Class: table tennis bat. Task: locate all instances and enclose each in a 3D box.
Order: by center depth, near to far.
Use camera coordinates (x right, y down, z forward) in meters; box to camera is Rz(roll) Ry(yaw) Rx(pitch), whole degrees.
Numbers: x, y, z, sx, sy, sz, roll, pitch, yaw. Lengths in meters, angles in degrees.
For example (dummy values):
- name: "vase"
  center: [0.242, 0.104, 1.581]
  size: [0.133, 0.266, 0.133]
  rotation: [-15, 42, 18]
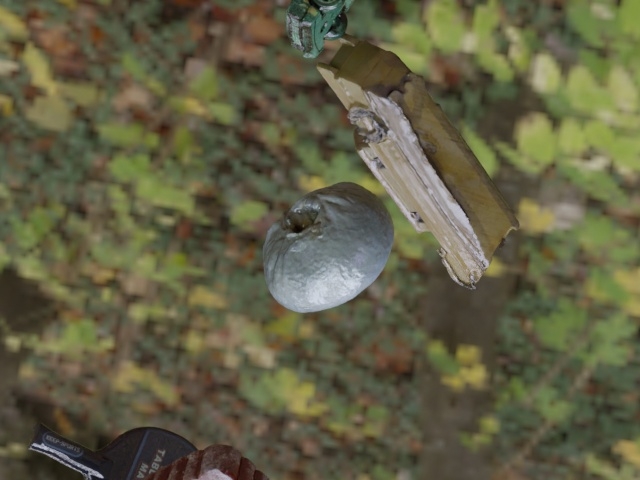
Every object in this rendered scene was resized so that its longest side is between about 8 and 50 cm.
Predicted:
- name: "table tennis bat"
  center: [-0.225, 0.270, 2.096]
  size: [0.236, 0.150, 0.027]
  rotation: [30, 159, -21]

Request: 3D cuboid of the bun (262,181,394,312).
- name: "bun"
  center: [0.000, 0.000, 1.730]
  size: [0.083, 0.141, 0.141]
  rotation: [45, 159, -27]

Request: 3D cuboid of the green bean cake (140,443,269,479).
- name: "green bean cake"
  center: [-0.111, 0.280, 1.926]
  size: [0.135, 0.056, 0.136]
  rotation: [-26, 119, 28]

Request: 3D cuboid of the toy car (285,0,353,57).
- name: "toy car"
  center: [0.043, -0.414, 2.611]
  size: [0.097, 0.321, 0.141]
  rotation: [29, 167, 10]

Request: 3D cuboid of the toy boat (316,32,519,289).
- name: "toy boat"
  center: [0.143, -0.123, 2.734]
  size: [0.162, 0.136, 0.445]
  rotation: [4, 139, 47]
